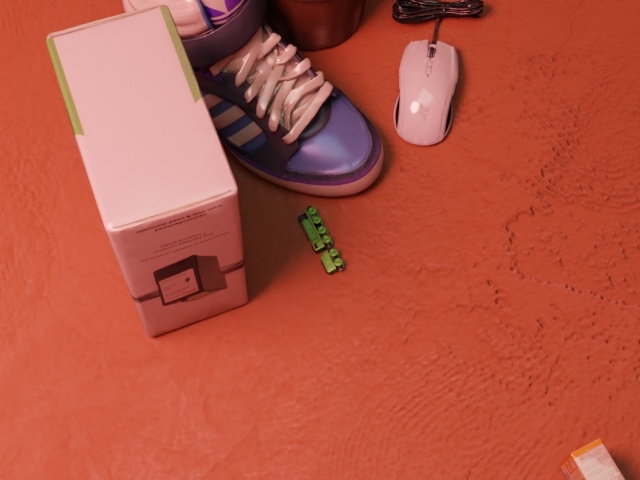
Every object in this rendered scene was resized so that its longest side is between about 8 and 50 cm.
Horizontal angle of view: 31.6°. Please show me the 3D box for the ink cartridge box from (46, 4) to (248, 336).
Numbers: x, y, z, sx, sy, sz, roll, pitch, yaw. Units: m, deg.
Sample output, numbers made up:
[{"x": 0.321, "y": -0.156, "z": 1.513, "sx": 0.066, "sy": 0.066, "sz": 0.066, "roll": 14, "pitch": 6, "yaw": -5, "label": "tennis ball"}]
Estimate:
[{"x": -0.162, "y": -0.057, "z": 1.115, "sx": 0.122, "sy": 0.289, "sz": 0.211, "roll": -19, "pitch": 69, "yaw": -9, "label": "ink cartridge box"}]

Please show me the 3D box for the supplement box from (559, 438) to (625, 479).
[{"x": 0.278, "y": 0.250, "z": 1.104, "sx": 0.036, "sy": 0.062, "sz": 0.098, "roll": -25, "pitch": 69, "yaw": -9, "label": "supplement box"}]

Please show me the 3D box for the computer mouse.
[{"x": 0.128, "y": -0.201, "z": 1.297, "sx": 0.106, "sy": 0.042, "sz": 0.193, "roll": 6, "pitch": 68, "yaw": 3, "label": "computer mouse"}]

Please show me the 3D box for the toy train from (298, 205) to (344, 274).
[{"x": 0.000, "y": 0.000, "z": 1.234, "sx": 0.024, "sy": 0.017, "sz": 0.083, "roll": -28, "pitch": 70, "yaw": 2, "label": "toy train"}]

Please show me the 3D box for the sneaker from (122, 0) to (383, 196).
[{"x": -0.075, "y": -0.188, "z": 1.191, "sx": 0.323, "sy": 0.236, "sz": 0.130, "roll": 34, "pitch": 73, "yaw": 14, "label": "sneaker"}]

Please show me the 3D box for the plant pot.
[{"x": -0.010, "y": -0.309, "z": 1.277, "sx": 0.167, "sy": 0.165, "sz": 0.167, "roll": -1, "pitch": 68, "yaw": 2, "label": "plant pot"}]
